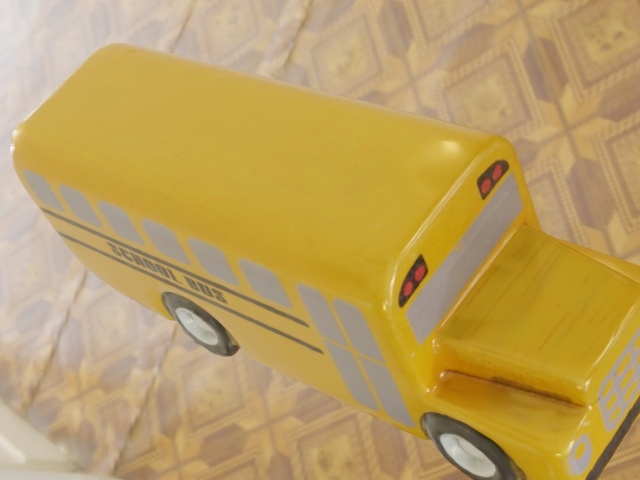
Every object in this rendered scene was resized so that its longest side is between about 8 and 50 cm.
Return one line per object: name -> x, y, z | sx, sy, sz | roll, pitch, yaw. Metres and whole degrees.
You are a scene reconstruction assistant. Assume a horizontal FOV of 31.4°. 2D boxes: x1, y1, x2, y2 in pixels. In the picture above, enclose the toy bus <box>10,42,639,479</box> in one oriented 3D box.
toy bus -> 0.000, 0.000, 0.561 | 0.332, 0.130, 0.108 | 20, 58, 39
